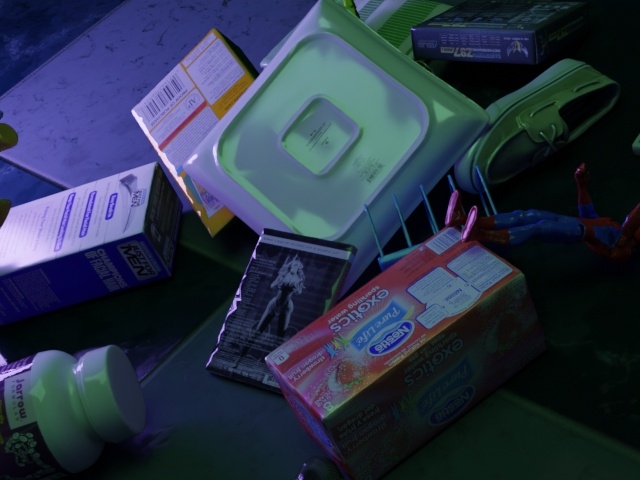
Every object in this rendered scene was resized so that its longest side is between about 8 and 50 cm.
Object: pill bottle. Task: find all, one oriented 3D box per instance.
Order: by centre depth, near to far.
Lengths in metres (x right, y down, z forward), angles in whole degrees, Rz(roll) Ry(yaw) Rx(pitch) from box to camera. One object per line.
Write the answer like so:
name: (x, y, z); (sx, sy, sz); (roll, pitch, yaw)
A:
pill bottle: (-0.394, 0.245, 1.635); (0.301, 0.169, 0.169); (-20, 37, 8)

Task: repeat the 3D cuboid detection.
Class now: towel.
towel: (0.072, -0.358, 2.203); (0.324, 0.038, 0.248); (12, 51, 40)

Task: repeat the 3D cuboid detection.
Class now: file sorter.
file sorter: (0.154, -0.014, 1.640); (0.170, 0.118, 0.104); (-18, 63, 3)

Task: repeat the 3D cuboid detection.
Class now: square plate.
square plate: (0.009, -0.147, 1.780); (0.344, 0.049, 0.347); (41, 92, 26)

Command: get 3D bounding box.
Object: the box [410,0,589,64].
box: (0.291, -0.340, 1.991); (0.232, 0.059, 0.183); (8, 27, 37)

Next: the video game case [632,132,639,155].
video game case: (0.564, -0.179, 1.720); (0.183, 0.023, 0.201); (13, 52, 39)

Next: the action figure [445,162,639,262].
action figure: (0.311, -0.047, 1.528); (0.280, 0.139, 0.091); (10, 20, -21)

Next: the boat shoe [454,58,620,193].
boat shoe: (0.316, -0.168, 1.780); (0.302, 0.109, 0.094); (-41, 42, -24)

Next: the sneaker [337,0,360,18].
sneaker: (0.014, -0.335, 2.082); (0.123, 0.109, 0.295); (-15, 39, 10)

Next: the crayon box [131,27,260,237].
crayon box: (-0.150, -0.163, 1.958); (0.203, 0.083, 0.323); (-43, 53, 10)

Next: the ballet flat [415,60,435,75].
ballet flat: (0.166, -0.212, 1.937); (0.077, 0.079, 0.221); (-19, 38, 10)

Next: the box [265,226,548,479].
box: (0.108, 0.138, 1.498); (0.300, 0.142, 0.154); (-35, 38, -13)

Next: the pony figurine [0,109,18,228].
pony figurine: (-0.621, -0.076, 1.899); (0.363, 0.302, 0.351); (-41, 54, 29)

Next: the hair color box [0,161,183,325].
hair color box: (-0.400, 0.009, 1.969); (0.338, 0.110, 0.185); (-17, 37, 15)

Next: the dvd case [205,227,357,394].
dvd case: (-0.055, 0.096, 1.681); (0.164, 0.018, 0.221); (11, 73, 38)

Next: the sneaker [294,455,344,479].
sneaker: (-0.024, 0.325, 1.381); (0.078, 0.106, 0.234); (-6, 41, 22)
